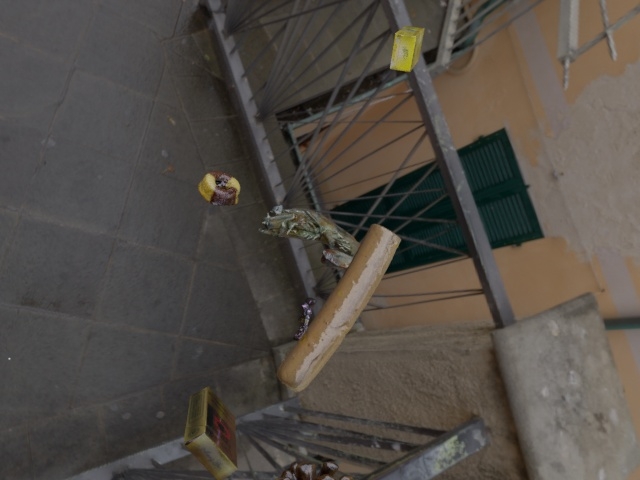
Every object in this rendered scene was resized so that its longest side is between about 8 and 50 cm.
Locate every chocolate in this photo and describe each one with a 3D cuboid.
[{"bbox_3d":[-0.053,0.261,1.487,0.070,0.072,0.147,3,75,4],"label":"chocolate"}]

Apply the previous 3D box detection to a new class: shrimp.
[{"bbox_3d":[0.000,0.000,1.030,0.360,0.247,0.085,15,112,-52],"label":"shrimp"}]

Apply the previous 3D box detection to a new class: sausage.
[{"bbox_3d":[0.033,0.108,0.725,0.066,0.066,0.301,36,82,-22],"label":"sausage"}]

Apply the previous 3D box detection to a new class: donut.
[{"bbox_3d":[-0.326,-0.172,1.475,0.140,0.059,0.140,23,37,-19],"label":"donut"}]

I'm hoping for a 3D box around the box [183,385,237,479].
[{"bbox_3d":[-0.311,0.547,1.294,0.071,0.240,0.159,-32,106,-4],"label":"box"}]

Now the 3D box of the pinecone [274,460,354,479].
[{"bbox_3d":[-0.010,0.696,1.051,0.384,0.384,0.384,10,72,-33],"label":"pinecone"}]

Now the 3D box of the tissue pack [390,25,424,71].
[{"bbox_3d":[0.251,-0.551,1.286,0.062,0.095,0.176,14,33,12],"label":"tissue pack"}]
